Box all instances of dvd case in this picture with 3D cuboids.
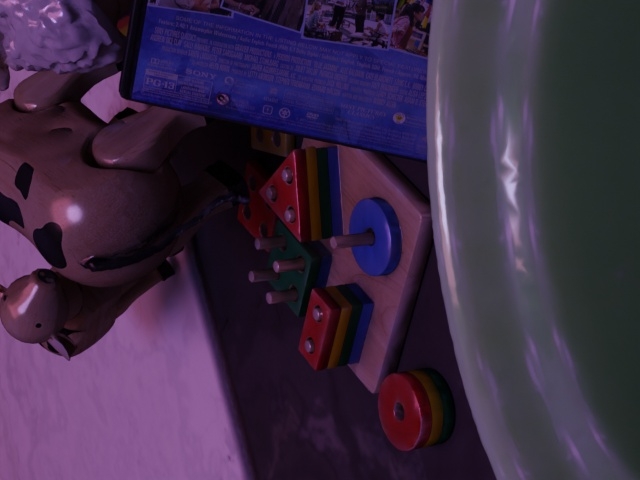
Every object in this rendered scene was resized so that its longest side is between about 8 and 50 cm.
[{"bbox_3d":[0.001,-0.167,0.865,0.022,0.180,0.253,-84,7,-57],"label":"dvd case"}]

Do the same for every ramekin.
[{"bbox_3d":[0.156,-0.023,0.592,0.303,0.148,0.303,175,90,-75],"label":"ramekin"}]

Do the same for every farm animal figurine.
[{"bbox_3d":[-0.185,-0.038,1.090,0.326,0.172,0.330,16,138,53],"label":"farm animal figurine"}]

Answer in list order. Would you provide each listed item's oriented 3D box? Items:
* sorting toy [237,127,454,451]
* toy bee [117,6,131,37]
[{"bbox_3d":[0.000,0.000,1.019,0.274,0.046,0.132,50,136,43],"label":"sorting toy"},{"bbox_3d":[-0.141,-0.252,1.087,0.195,0.162,0.298,40,130,51],"label":"toy bee"}]
